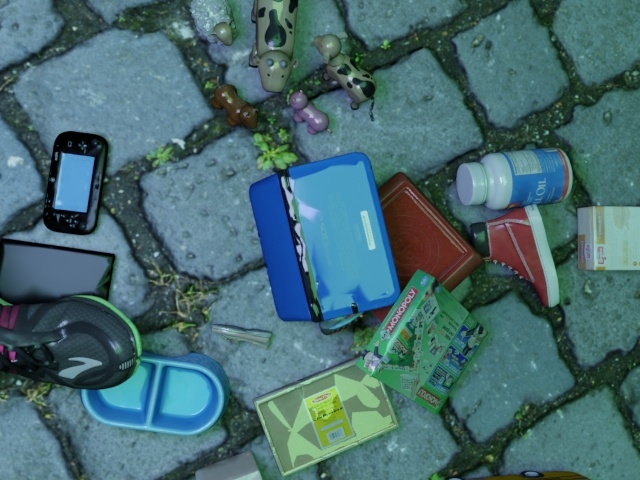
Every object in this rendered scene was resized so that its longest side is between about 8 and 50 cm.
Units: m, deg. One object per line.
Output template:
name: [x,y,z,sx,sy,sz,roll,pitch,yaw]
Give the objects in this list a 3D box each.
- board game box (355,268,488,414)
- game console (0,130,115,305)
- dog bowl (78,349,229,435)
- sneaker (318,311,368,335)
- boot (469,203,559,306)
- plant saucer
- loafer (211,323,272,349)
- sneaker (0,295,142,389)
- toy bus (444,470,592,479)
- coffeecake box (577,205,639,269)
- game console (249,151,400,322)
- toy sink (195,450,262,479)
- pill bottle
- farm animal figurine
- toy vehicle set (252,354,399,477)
board game box: [0.212,0.211,1.364,0.213,0.046,0.317,-56,140,-5]
game console: [-0.502,-0.034,1.339,0.213,0.044,0.361,8,86,-11]
dog bowl: [-0.324,0.296,1.346,0.297,0.074,0.166,11,86,-10]
sneaker: [0.071,0.080,1.430,0.125,0.104,0.262,43,72,2]
boot: [0.416,0.053,1.506,0.176,0.088,0.244,-19,111,14]
plant saucer: [0.165,0.020,1.385,0.259,0.048,0.258,-41,84,-16]
loafer: [-0.161,0.196,1.399,0.125,0.045,0.039,10,93,-13]
sneaker: [-0.547,0.183,1.194,0.482,0.202,0.185,6,105,6]
toy bus: [0.407,0.561,1.451,0.332,0.130,0.108,-1,88,-11]
coffeecake box: [0.681,-0.004,1.556,0.185,0.068,0.142,0,88,-11]
game console: [0.000,0.000,1.346,0.250,0.173,0.293,-13,91,1]
toy sink: [-0.144,0.552,1.333,0.131,0.153,0.234,-17,90,-12]
pill bottle: [0.412,-0.130,1.481,0.221,0.124,0.124,-7,89,-10]
farm animal figurine: [-0.065,-0.368,1.370,0.330,0.172,0.327,-14,91,-11]
toy vehicle set: [0.012,0.358,1.429,0.266,0.035,0.166,-20,92,-11]
